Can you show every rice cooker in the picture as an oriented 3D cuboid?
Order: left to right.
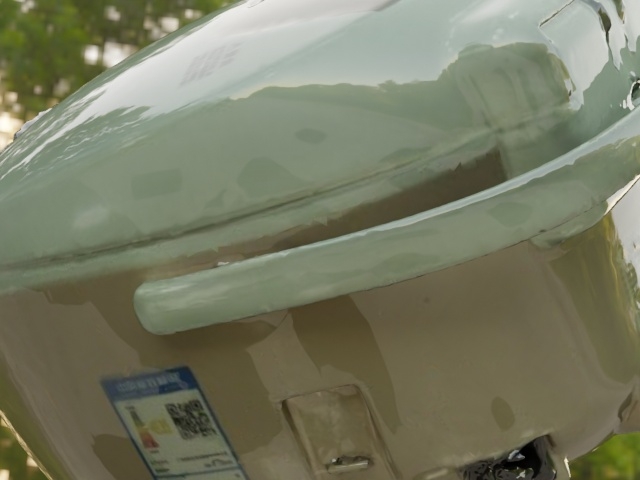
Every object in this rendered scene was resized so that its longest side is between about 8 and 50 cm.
[{"bbox_3d":[0.000,0.000,0.410,0.206,0.145,0.127,-8,-70,32],"label":"rice cooker"}]
